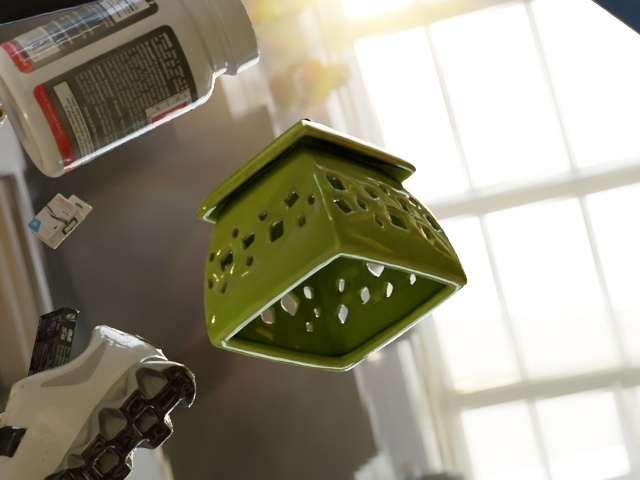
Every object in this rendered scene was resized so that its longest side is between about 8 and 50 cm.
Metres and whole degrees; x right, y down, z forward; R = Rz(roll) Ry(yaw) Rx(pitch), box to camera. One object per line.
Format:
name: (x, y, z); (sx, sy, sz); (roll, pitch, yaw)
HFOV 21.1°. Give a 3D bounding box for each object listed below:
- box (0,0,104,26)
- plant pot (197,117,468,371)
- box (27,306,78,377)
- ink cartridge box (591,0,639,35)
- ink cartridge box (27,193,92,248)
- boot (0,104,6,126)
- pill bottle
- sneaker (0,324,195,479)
box: (-0.449, -0.306, 1.728); (0.293, 0.395, 0.212); (-152, 48, -68)
plant pot: (0.000, 0.000, 1.990); (0.227, 0.228, 0.207); (17, -132, -43)
box: (-0.295, 0.119, 1.883); (0.018, 0.067, 0.083); (20, -112, -29)
ink cartridge box: (0.182, -0.265, 0.979); (0.395, 0.151, 0.270); (34, -142, -17)
ink cartridge box: (-0.378, -0.034, 2.490); (0.083, 0.048, 0.028); (-48, -32, -16)
boot: (-0.586, -0.136, 2.608); (0.213, 0.165, 0.077); (-21, -112, -48)
pill bottle: (-0.287, -0.259, 2.534); (0.210, 0.363, 0.210); (56, 164, 24)
sneaker: (-0.287, 0.221, 1.734); (0.330, 0.146, 0.122); (-44, -36, -19)
